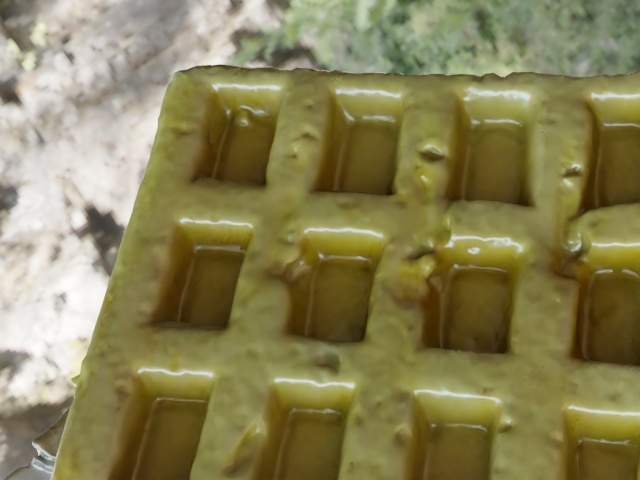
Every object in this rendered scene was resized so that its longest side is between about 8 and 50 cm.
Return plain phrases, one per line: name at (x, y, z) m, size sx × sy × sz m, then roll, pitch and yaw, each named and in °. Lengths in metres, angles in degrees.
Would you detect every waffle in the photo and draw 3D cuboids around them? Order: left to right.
waffle at (0.033, 0.034, 0.524) m, size 0.055 × 0.248 × 0.221 m, roll 70°, pitch -154°, yaw -57°

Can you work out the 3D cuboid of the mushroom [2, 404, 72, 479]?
mushroom at (-0.189, 0.249, 1.155) m, size 0.162 × 0.173 × 0.236 m, roll 38°, pitch 152°, yaw 11°
